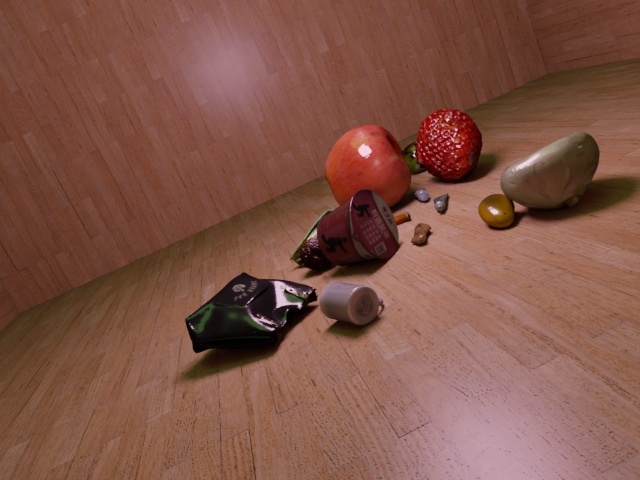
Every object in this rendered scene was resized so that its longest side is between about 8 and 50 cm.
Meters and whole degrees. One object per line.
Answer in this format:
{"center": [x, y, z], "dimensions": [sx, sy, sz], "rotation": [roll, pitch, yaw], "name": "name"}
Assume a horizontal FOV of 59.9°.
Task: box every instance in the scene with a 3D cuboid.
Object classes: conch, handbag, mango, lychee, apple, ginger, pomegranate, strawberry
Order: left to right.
{"center": [-0.185, 0.202, 1.574], "dimensions": [0.288, 0.152, 0.342], "rotation": [-1, 25, 29], "name": "handbag"}
{"center": [-0.008, 0.044, 1.898], "dimensions": [0.123, 0.123, 0.129], "rotation": [-22, -6, 7], "name": "lychee"}
{"center": [0.014, -0.005, 2.031], "dimensions": [0.250, 0.144, 0.137], "rotation": [-51, -14, -36], "name": "conch"}
{"center": [0.187, -0.278, 2.283], "dimensions": [0.364, 0.363, 0.364], "rotation": [-22, 14, 6], "name": "apple"}
{"center": [0.319, -0.022, 1.770], "dimensions": [0.058, 0.044, 0.137], "rotation": [1, 24, 19], "name": "ginger"}
{"center": [0.494, -0.407, 2.667], "dimensions": [0.220, 0.156, 0.156], "rotation": [-9, 20, 33], "name": "pomegranate"}
{"center": [0.548, -0.383, 2.273], "dimensions": [0.292, 0.291, 0.310], "rotation": [-33, 43, -31], "name": "strawberry"}
{"center": [0.518, -0.085, 1.623], "dimensions": [0.103, 0.076, 0.161], "rotation": [-15, 24, 9], "name": "mango"}

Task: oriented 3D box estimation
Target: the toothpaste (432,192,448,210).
{"center": [0.436, -0.140, 2.018], "dimensions": [0.062, 0.037, 0.216], "rotation": [-19, 11, 17], "name": "toothpaste"}

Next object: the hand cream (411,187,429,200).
{"center": [0.402, -0.186, 2.217], "dimensions": [0.065, 0.043, 0.170], "rotation": [-22, 12, 6], "name": "hand cream"}

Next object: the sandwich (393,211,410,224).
{"center": [0.286, -0.077, 2.048], "dimensions": [0.101, 0.026, 0.069], "rotation": [-22, 18, 20], "name": "sandwich"}

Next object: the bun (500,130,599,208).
{"center": [0.653, -0.171, 1.552], "dimensions": [0.283, 0.179, 0.283], "rotation": [-25, -7, -3], "name": "bun"}

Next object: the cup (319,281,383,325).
{"center": [0.085, 0.148, 1.404], "dimensions": [0.136, 0.099, 0.133], "rotation": [-32, 16, -27], "name": "cup"}

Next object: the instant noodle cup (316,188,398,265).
{"center": [0.111, -0.028, 1.778], "dimensions": [0.179, 0.234, 0.235], "rotation": [-23, 12, 39], "name": "instant noodle cup"}
